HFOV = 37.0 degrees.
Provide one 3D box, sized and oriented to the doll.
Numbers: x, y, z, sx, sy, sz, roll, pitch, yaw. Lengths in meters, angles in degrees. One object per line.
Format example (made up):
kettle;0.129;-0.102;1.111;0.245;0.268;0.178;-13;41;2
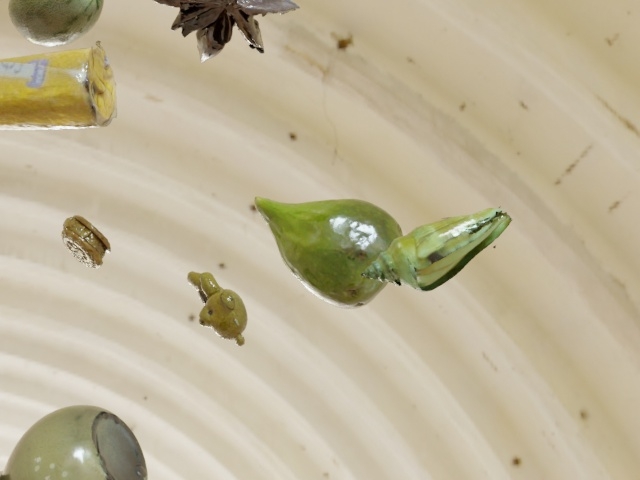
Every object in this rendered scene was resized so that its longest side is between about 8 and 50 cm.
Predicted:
doll;-0.225;0.137;1.988;0.097;0.209;0.137;-30;-59;-20

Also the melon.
melon;-0.393;-0.347;1.414;0.167;0.114;0.114;-11;-28;37

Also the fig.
fig;0.000;0.000;1.685;0.275;0.206;0.206;30;-40;-5

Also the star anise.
star anise;-0.151;-0.381;1.458;0.212;0.129;0.283;-33;-41;14

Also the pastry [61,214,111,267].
pastry;-0.436;0.001;1.777;0.109;0.057;0.097;35;-26;13

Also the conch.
conch;0.149;0.012;1.207;0.201;0.079;0.095;-32;-8;8

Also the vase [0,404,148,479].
vase;-0.452;0.464;1.716;0.302;0.241;0.329;-30;-46;11

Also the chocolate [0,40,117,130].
chocolate;-0.313;-0.140;0.938;0.219;0.085;0.085;-4;-31;11
